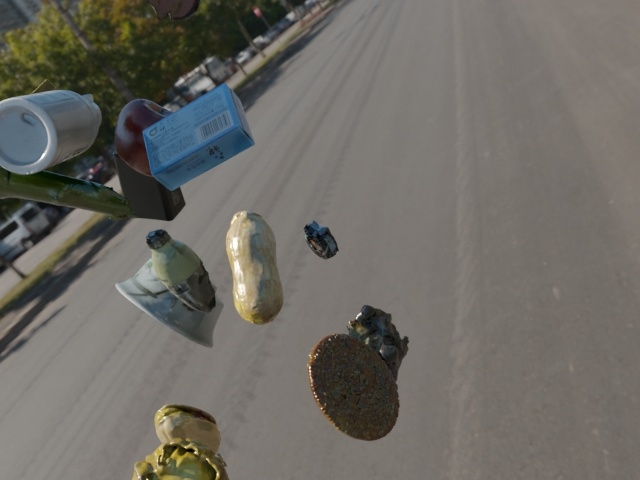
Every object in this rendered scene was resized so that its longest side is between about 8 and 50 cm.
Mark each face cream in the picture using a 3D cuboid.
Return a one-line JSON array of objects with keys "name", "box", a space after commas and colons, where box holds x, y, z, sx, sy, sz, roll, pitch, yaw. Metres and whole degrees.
[{"name": "face cream", "box": [-0.545, -0.243, 1.448, 0.145, 0.145, 0.370, -33, 11, 13]}]

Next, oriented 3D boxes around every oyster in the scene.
[{"name": "oyster", "box": [0.146, 0.372, 1.984, 0.096, 0.221, 0.361, -27, 38, 64]}]

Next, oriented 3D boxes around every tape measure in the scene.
[{"name": "tape measure", "box": [0.000, 0.001, 1.720, 0.054, 0.094, 0.091, -42, 40, -19]}]

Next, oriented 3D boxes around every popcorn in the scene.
[{"name": "popcorn", "box": [-0.325, 0.568, 1.549, 0.250, 0.190, 0.250, -6, 49, 7]}]

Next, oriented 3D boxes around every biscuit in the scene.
[{"name": "biscuit", "box": [0.092, 0.375, 1.793, 0.038, 0.305, 0.305, -42, 10, 37]}]

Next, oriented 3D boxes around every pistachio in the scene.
[{"name": "pistachio", "box": [-0.347, 0.508, 1.797, 0.145, 0.200, 0.117, -44, 39, 12]}]

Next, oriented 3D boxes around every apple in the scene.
[{"name": "apple", "box": [-0.425, -0.256, 1.716, 0.168, 0.181, 0.181, -55, 11, 16]}]

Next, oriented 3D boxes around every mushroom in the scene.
[{"name": "mushroom", "box": [-0.400, -0.677, 1.823, 0.141, 0.117, 0.188, -27, -27, 3]}]

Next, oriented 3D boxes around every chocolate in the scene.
[{"name": "chocolate", "box": [-0.166, 0.068, 1.745, 0.134, 0.134, 0.309, -28, 62, 29]}]

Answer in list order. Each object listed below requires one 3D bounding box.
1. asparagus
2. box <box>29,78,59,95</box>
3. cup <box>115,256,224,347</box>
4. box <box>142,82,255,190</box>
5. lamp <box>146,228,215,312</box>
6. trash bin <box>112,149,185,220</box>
[{"name": "asparagus", "box": [-0.561, -0.107, 1.474, 0.085, 0.342, 0.082, -105, 30, -49]}, {"name": "box", "box": [-0.818, -0.396, 2.028, 0.133, 0.090, 0.023, -50, 20, -13]}, {"name": "cup", "box": [-0.427, 0.162, 2.077, 0.163, 0.347, 0.347, -57, 18, -5]}, {"name": "box", "box": [-0.277, -0.232, 1.552, 0.232, 0.083, 0.143, -28, 57, 12]}, {"name": "lamp", "box": [-0.306, 0.073, 1.528, 0.101, 0.250, 0.101, -19, 34, 13]}, {"name": "trash bin", "box": [-0.532, -0.188, 2.132, 0.165, 0.226, 0.115, 5, 35, 18]}]
